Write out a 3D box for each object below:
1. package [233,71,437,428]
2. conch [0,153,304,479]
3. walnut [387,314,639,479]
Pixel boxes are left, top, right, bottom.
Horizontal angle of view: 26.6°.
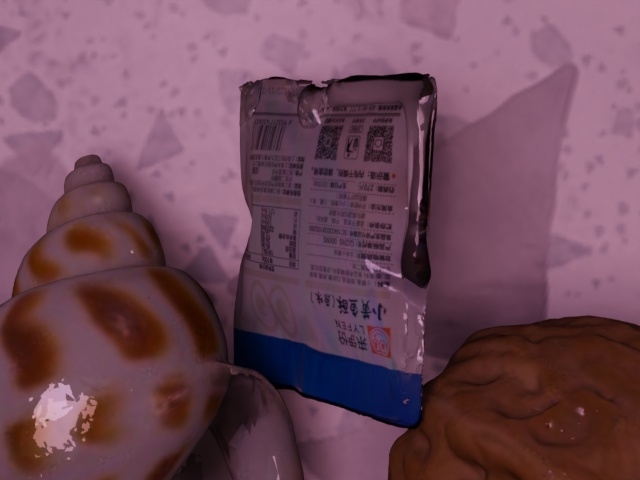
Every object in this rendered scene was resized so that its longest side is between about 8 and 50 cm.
[{"bbox_3d":[0.000,0.000,0.707,0.027,0.171,0.173,-4,98,-37],"label":"package"},{"bbox_3d":[-0.113,0.096,0.728,0.148,0.182,0.275,14,100,49],"label":"conch"},{"bbox_3d":[0.137,0.136,0.669,0.213,0.213,0.213,1,97,8],"label":"walnut"}]
